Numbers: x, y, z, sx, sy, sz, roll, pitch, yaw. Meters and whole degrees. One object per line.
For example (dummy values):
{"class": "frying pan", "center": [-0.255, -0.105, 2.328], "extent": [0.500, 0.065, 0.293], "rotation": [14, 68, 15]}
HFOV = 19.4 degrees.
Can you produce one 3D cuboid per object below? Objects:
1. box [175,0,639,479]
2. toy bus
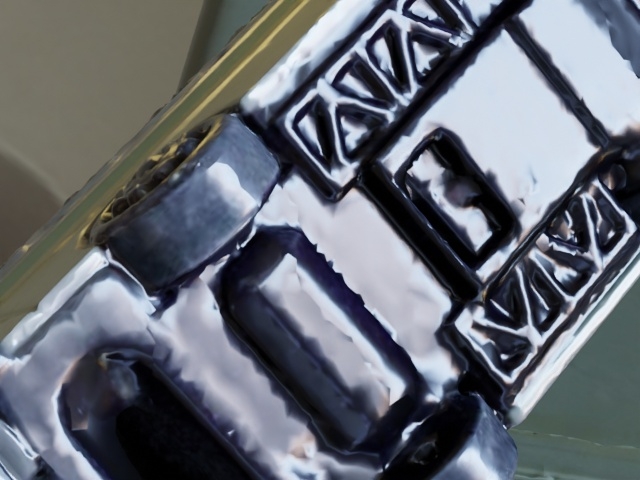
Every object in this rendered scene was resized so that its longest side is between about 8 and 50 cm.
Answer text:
{"class": "box", "center": [0.094, -0.016, 0.911], "extent": [0.352, 0.344, 0.177], "rotation": [5, -21, 20]}
{"class": "toy bus", "center": [0.000, 0.000, 0.622], "extent": [0.143, 0.305, 0.179], "rotation": [49, -26, -15]}
